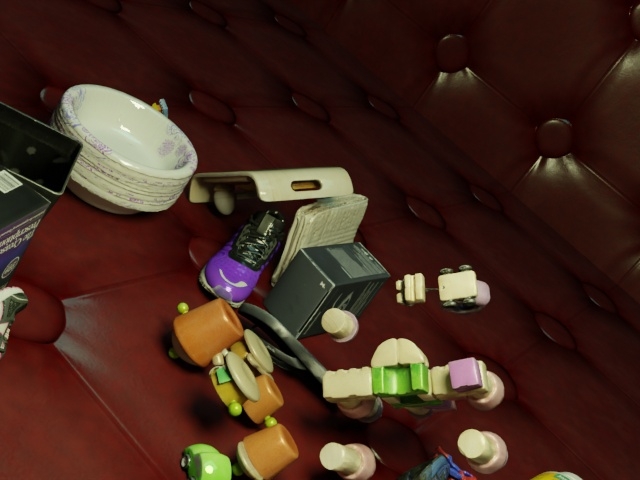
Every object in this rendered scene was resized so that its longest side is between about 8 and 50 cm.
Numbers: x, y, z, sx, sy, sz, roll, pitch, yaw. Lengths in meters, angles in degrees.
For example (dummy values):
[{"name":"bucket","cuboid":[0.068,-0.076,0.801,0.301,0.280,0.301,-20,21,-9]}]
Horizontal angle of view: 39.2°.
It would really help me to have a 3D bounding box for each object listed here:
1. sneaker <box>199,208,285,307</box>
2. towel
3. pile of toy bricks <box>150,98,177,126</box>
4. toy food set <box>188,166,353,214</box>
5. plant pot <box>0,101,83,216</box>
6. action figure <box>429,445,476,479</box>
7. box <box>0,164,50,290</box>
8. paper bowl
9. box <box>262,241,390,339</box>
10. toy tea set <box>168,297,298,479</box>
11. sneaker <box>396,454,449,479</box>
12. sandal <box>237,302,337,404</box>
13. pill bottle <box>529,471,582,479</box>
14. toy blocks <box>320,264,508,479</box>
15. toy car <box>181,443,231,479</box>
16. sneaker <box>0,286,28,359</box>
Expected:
[{"name":"sneaker","cuboid":[-0.138,0.013,1.747,0.102,0.146,0.293,34,24,-4]},{"name":"towel","cuboid":[0.000,0.000,1.899,0.049,0.187,0.282,29,20,22]},{"name":"pile of toy bricks","cuboid":[-0.364,-0.212,1.935,0.105,0.118,0.212,-14,56,-17]},{"name":"toy food set","cuboid":[-0.107,-0.100,1.845,0.220,0.092,0.306,-6,7,-34]},{"name":"plant pot","cuboid":[-0.518,-0.097,1.446,0.187,0.167,0.188,27,27,-18]},{"name":"action figure","cuboid":[0.251,0.428,1.648,0.115,0.030,0.038,40,31,-2]},{"name":"box","cuboid":[-0.508,0.026,1.225,0.103,0.184,0.261,38,25,0]},{"name":"paper bowl","cuboid":[-0.393,-0.161,1.735,0.284,0.148,0.284,28,26,-15]},{"name":"box","cuboid":[0.014,0.096,1.784,0.108,0.153,0.207,47,27,24]},{"name":"toy tea set","cuboid":[-0.149,0.238,1.419,0.200,0.124,0.336,55,6,-33]},{"name":"sneaker","cuboid":[0.172,0.432,1.504,0.087,0.083,0.221,60,26,2]},{"name":"sandal","cuboid":[-0.057,0.206,1.597,0.254,0.054,0.097,43,-15,7]},{"name":"pill bottle","cuboid":[0.413,0.489,1.636,0.208,0.117,0.117,-2,44,-53]},{"name":"toy blocks","cuboid":[0.164,0.241,1.495,0.260,0.289,0.308,41,43,-61]},{"name":"toy car","cuboid":[-0.144,0.363,1.241,0.239,0.053,0.225,19,30,-32]},{"name":"sneaker","cuboid":[-0.464,0.133,1.249,0.077,0.072,0.178,47,33,-3]}]
